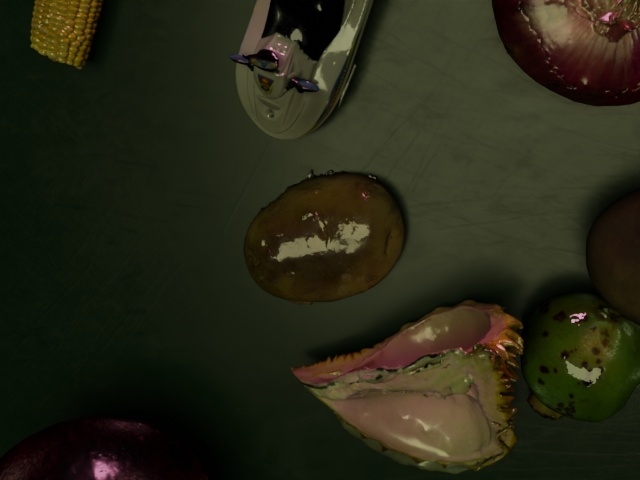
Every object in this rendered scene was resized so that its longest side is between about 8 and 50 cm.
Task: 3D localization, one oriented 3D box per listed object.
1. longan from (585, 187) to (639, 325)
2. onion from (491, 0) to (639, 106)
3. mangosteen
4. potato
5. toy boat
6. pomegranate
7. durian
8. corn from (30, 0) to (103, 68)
[{"bbox_3d":[0.375,0.019,0.997,0.187,0.167,0.167,1,101,20],"label":"longan"},{"bbox_3d":[0.287,-0.259,0.964,0.248,0.161,0.248,2,117,5],"label":"onion"},{"bbox_3d":[-0.262,0.376,1.123,0.307,0.347,0.307,-10,121,-17],"label":"mangosteen"},{"bbox_3d":[0.000,0.000,1.126,0.200,0.081,0.164,-19,95,14],"label":"potato"},{"bbox_3d":[-0.019,-0.240,1.054,0.141,0.141,0.269,24,102,7],"label":"toy boat"},{"bbox_3d":[0.279,0.137,1.062,0.169,0.122,0.143,-50,60,27],"label":"pomegranate"},{"bbox_3d":[0.128,0.189,1.097,0.305,0.185,0.196,-22,103,38],"label":"durian"},{"bbox_3d":[-0.287,-0.332,1.123,0.081,0.081,0.248,20,106,9],"label":"corn"}]
